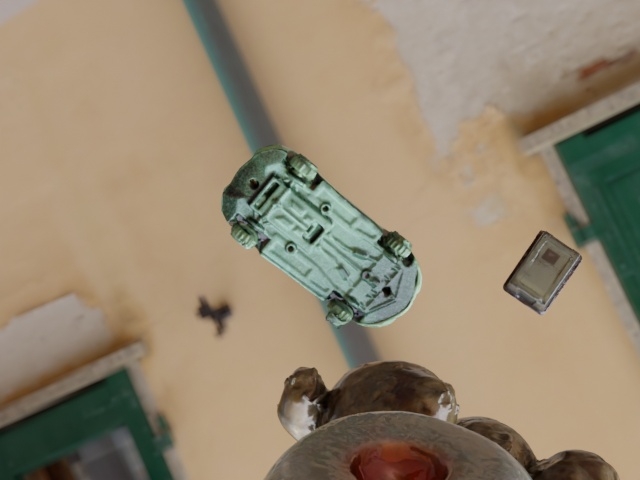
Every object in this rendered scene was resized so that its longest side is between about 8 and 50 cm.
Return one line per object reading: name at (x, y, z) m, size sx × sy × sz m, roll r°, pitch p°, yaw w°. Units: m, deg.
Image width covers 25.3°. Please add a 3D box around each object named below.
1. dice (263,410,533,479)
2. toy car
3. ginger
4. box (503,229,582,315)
dice at (0.059, 0.261, 1.148) m, size 0.193 × 0.191 × 0.194 m, roll 15°, pitch -156°, yaw 33°
toy car at (0.000, 0.000, 1.162) m, size 0.093 × 0.186 × 0.058 m, roll -50°, pitch -161°, yaw 4°
ginger at (0.126, 0.239, 1.556) m, size 0.176 × 0.375 × 0.256 m, roll -63°, pitch -173°, yaw -34°
box at (0.253, 0.035, 1.622) m, size 0.084 × 0.060 × 0.063 m, roll -54°, pitch 173°, yaw -1°
